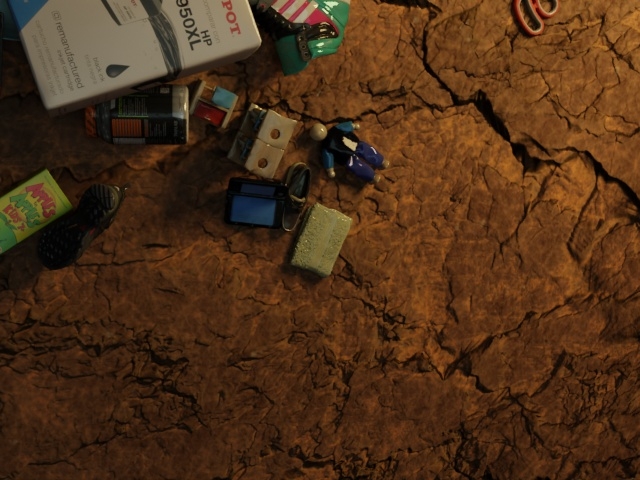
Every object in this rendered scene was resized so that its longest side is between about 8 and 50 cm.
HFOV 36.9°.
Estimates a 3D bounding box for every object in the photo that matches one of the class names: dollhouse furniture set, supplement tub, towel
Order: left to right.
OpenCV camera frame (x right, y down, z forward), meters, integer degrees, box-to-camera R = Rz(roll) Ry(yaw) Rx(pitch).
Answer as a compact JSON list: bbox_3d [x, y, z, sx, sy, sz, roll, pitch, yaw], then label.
[{"bbox_3d":[-0.347,-0.241,1.827,0.190,0.117,0.117,1,103,-8],"label":"supplement tub"},{"bbox_3d":[-0.171,-0.220,1.904,0.184,0.129,0.129,22,94,-25],"label":"dollhouse furniture set"},{"bbox_3d":[0.000,0.000,2.079,0.110,0.027,0.148,22,94,-23],"label":"towel"}]

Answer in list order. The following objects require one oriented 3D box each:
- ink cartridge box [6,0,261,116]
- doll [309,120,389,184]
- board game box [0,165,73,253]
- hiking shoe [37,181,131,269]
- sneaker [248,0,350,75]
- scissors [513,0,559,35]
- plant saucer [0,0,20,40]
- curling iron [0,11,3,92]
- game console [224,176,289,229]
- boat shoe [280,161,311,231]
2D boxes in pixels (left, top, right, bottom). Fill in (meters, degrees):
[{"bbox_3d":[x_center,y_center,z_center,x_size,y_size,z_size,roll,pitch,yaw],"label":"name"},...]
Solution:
[{"bbox_3d":[-0.338,-0.414,1.693,0.395,0.166,0.285,-20,97,-13],"label":"ink cartridge box"},{"bbox_3d":[0.054,-0.188,2.044,0.189,0.046,0.129,33,89,-25],"label":"doll"},{"bbox_3d":[-0.577,-0.054,1.833,0.181,0.043,0.092,-34,112,-10],"label":"board game box"},{"bbox_3d":[-0.452,-0.025,1.861,0.227,0.114,0.086,-41,84,21],"label":"hiking shoe"},{"bbox_3d":[-0.081,-0.418,1.902,0.295,0.124,0.178,1,93,-23],"label":"sneaker"},{"bbox_3d":[0.433,-0.592,2.108,0.109,0.021,0.297,-39,115,-6],"label":"scissors"},{"bbox_3d":[-0.550,-0.523,1.732,0.317,0.044,0.317,-5,105,-19],"label":"plant saucer"},{"bbox_3d":[-0.610,-0.280,1.745,0.068,0.035,0.274,12,110,-22],"label":"curling iron"},{"bbox_3d":[-0.132,-0.076,1.974,0.122,0.107,0.071,6,73,-8],"label":"game console"},{"bbox_3d":[-0.056,-0.089,2.023,0.056,0.049,0.152,7,100,-23],"label":"boat shoe"}]
